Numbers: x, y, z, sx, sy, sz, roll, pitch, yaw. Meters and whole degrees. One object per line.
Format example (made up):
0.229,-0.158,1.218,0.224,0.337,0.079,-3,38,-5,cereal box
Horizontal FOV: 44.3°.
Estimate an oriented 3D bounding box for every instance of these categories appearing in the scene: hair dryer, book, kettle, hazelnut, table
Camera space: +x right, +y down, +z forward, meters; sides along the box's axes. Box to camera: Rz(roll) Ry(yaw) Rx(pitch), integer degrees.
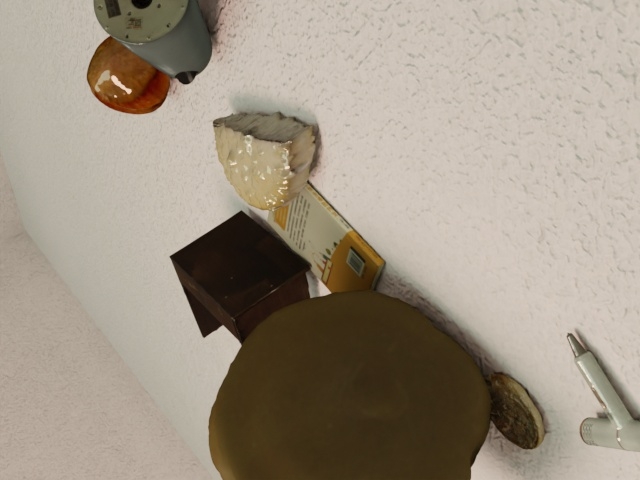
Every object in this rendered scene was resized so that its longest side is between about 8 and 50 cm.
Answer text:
0.387,0.198,1.048,0.155,0.044,0.183,-15,102,60,hair dryer
0.000,0.000,1.510,0.295,0.020,0.208,47,151,21,book
-0.281,-0.400,1.376,0.243,0.160,0.210,48,-155,-81,kettle
-0.412,-0.352,1.680,0.182,0.182,0.182,40,148,32,hazelnut
-0.151,0.138,1.707,0.251,0.196,0.282,37,152,37,table

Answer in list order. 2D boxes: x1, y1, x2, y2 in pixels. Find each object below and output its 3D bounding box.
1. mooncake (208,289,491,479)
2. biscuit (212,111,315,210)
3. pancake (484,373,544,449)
0.051,0.328,1.316,0.467,0.467,0.262,42,163,29,mooncake
-0.108,-0.141,1.441,0.281,0.084,0.179,13,117,52,biscuit
0.308,0.278,1.277,0.139,0.022,0.139,45,151,33,pancake
